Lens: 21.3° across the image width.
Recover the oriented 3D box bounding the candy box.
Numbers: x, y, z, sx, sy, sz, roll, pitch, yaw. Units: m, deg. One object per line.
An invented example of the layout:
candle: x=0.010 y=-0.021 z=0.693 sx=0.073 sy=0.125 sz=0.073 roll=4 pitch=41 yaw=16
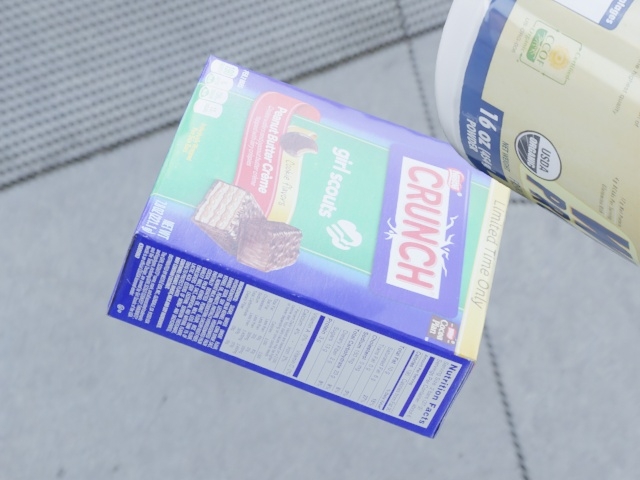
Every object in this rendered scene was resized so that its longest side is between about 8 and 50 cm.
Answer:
candy box: x=0.000 y=0.000 z=1.554 sx=0.317 sy=0.122 sz=0.268 roll=21 pitch=43 yaw=-4

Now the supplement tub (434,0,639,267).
supplement tub: x=0.252 y=-0.079 z=1.029 sx=0.316 sy=0.228 sz=0.228 roll=34 pitch=51 yaw=28
